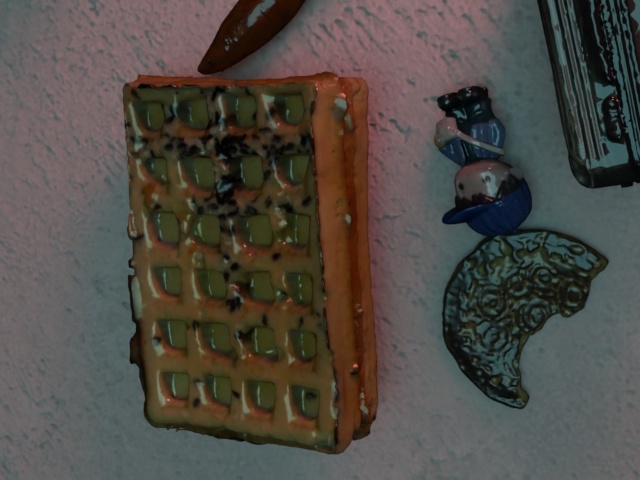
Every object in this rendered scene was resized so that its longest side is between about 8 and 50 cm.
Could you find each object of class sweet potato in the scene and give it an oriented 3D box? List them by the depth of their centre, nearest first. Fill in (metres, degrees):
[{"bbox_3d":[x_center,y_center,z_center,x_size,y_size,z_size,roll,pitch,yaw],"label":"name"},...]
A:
[{"bbox_3d":[-0.032,-0.260,1.153,0.264,0.057,0.057,-42,89,16],"label":"sweet potato"}]

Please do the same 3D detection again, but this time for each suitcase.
[{"bbox_3d":[0.263,-0.205,1.016,0.128,0.202,0.312,-11,97,15],"label":"suitcase"}]

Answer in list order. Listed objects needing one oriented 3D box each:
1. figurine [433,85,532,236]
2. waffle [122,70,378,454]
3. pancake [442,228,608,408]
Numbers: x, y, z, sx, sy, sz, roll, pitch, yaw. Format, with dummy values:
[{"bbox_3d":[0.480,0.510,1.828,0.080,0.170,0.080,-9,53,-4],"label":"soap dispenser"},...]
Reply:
[{"bbox_3d":[0.158,-0.076,1.138,0.086,0.087,0.149,-17,82,33],"label":"figurine"},{"bbox_3d":[-0.069,0.018,1.150,0.261,0.114,0.376,5,102,33],"label":"waffle"},{"bbox_3d":[0.218,0.076,1.177,0.191,0.020,0.184,-25,94,18],"label":"pancake"}]
